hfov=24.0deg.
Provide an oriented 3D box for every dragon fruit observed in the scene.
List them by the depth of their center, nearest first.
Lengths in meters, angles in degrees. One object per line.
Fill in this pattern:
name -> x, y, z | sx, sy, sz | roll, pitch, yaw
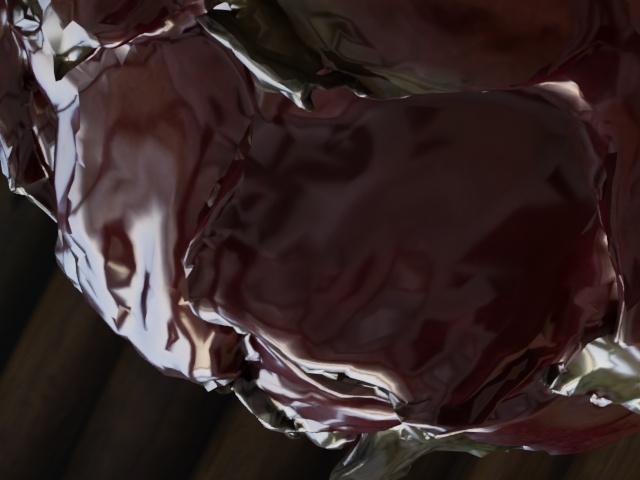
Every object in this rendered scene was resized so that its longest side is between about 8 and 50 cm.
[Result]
dragon fruit -> 0.042, -0.087, 0.485 | 0.329, 0.329, 0.329 | 2, -84, 17
